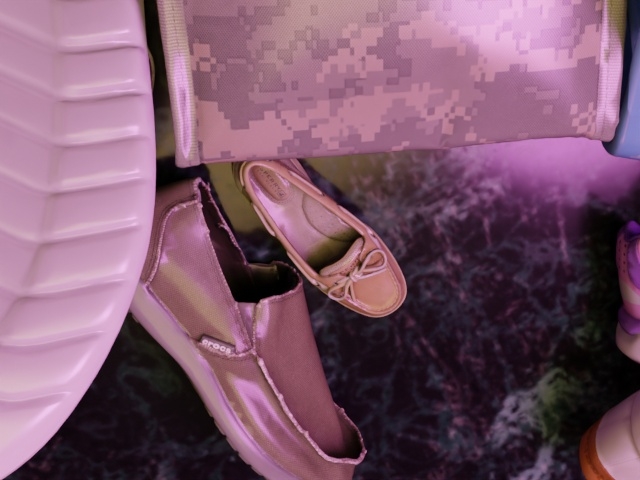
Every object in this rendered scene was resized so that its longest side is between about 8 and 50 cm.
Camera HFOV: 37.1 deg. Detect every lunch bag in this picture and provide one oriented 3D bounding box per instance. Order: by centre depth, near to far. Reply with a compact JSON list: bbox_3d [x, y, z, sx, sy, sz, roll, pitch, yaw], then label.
[{"bbox_3d":[0.024,-0.198,0.487,0.235,0.169,0.286,-5,115,-5],"label":"lunch bag"}]

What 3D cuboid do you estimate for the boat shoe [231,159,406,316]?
[{"bbox_3d":[0.001,-0.002,0.617,0.056,0.048,0.153,-37,109,7],"label":"boat shoe"}]

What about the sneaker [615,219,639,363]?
[{"bbox_3d":[0.300,-0.003,0.631,0.237,0.095,0.104,-21,103,3],"label":"sneaker"}]

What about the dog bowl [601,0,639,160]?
[{"bbox_3d":[0.189,-0.148,0.485,0.074,0.165,0.297,-1,154,8],"label":"dog bowl"}]

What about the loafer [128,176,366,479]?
[{"bbox_3d":[-0.042,0.063,0.611,0.087,0.094,0.251,-35,110,11],"label":"loafer"}]

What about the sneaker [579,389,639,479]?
[{"bbox_3d":[0.317,0.144,0.696,0.290,0.105,0.123,8,152,-21],"label":"sneaker"}]

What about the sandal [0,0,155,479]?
[{"bbox_3d":[-0.160,-0.076,0.489,0.170,0.102,0.416,7,78,-6],"label":"sandal"}]
